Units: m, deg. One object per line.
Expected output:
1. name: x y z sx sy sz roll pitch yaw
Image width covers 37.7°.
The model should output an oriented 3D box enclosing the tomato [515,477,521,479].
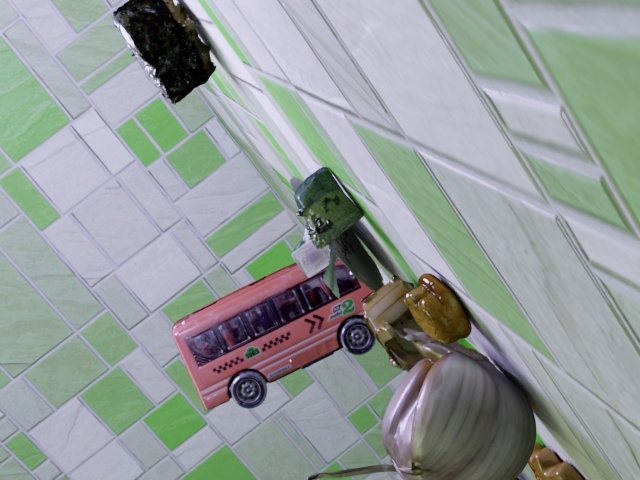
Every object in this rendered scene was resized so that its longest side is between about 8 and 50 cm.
1. tomato: 0.404 0.599 2.009 0.335 0.176 0.289 56 -164 -57

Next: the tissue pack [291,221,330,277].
1. tissue pack: -0.001 0.000 1.544 0.079 0.085 0.111 54 -166 -5

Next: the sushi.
1. sushi: -0.254 -0.325 1.531 0.147 0.115 0.212 48 174 22

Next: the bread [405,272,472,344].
1. bread: 0.129 0.076 1.026 0.083 0.046 0.081 54 172 0

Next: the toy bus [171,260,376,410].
1. toy bus: -0.079 0.172 1.932 0.233 0.427 0.203 64 177 -3

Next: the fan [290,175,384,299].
1. fan: 0.019 0.012 1.366 0.233 0.012 0.414 49 -168 -6

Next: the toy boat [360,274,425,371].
1. toy boat: 0.130 0.138 1.349 0.115 0.089 0.310 48 176 21

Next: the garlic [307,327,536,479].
1. garlic: 0.110 0.190 1.066 0.207 0.257 0.207 -8 -90 -80

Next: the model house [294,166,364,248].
1. model house: 0.002 -0.044 1.244 0.083 0.079 0.066 54 175 -11

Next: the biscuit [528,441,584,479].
1. biscuit: 0.324 0.336 1.210 0.212 0.041 0.239 51 177 -22
